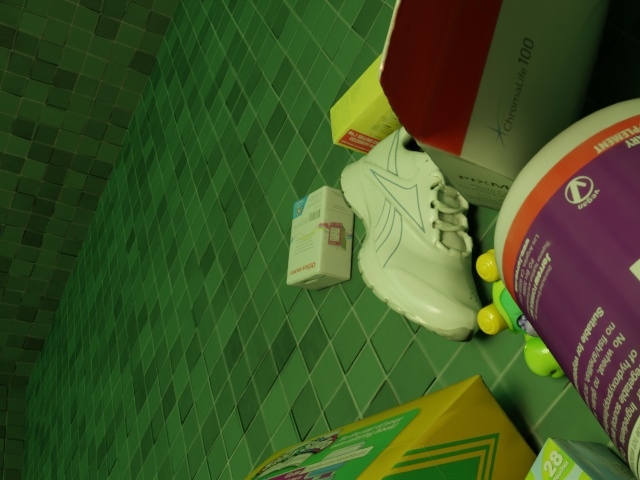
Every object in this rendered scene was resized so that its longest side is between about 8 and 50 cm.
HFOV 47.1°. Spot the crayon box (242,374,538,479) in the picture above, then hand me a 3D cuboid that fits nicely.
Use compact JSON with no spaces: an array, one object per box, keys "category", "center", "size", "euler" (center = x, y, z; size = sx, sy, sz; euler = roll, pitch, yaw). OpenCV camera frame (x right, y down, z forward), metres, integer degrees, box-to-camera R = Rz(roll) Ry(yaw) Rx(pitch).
[{"category":"crayon box","center":[-0.028,0.286,0.658],"size":[0.106,0.313,0.363],"euler":[56,139,2]}]

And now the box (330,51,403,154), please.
[{"category":"box","center":[0.107,-0.187,0.860],"size":[0.232,0.087,0.058],"euler":[-39,45,46]}]

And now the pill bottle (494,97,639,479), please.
[{"category":"pill bottle","center":[0.241,0.067,0.405],"size":[0.181,0.181,0.323],"euler":[-59,33,27]}]

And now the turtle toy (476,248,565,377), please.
[{"category":"turtle toy","center":[0.184,0.052,0.610],"size":[0.066,0.095,0.130],"euler":[21,124,50]}]

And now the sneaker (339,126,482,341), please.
[{"category":"sneaker","center":[0.104,-0.024,0.773],"size":[0.129,0.111,0.297],"euler":[-50,38,29]}]

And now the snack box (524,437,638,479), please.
[{"category":"snack box","center":[0.188,0.277,0.515],"size":[0.207,0.070,0.174],"euler":[-65,31,16]}]

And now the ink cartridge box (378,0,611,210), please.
[{"category":"ink cartridge box","center":[0.158,-0.191,0.511],"size":[0.091,0.385,0.308],"euler":[16,89,18]}]

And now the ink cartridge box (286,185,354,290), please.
[{"category":"ink cartridge box","center":[0.000,0.000,0.996],"size":[0.088,0.052,0.123],"euler":[-24,56,55]}]
